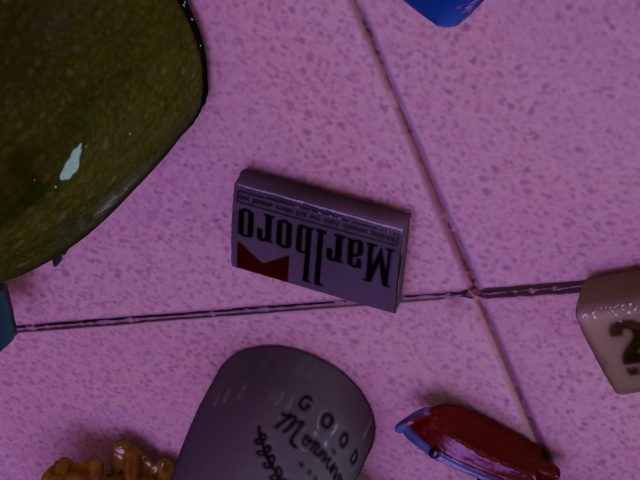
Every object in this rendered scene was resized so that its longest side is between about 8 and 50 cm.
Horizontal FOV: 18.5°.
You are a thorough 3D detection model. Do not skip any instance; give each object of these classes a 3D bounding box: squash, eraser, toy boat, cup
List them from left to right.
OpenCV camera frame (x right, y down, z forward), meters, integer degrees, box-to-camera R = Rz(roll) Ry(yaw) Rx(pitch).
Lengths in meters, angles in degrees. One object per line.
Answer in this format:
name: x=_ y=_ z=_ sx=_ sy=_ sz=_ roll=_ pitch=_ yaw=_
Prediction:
squash: x=-0.300 y=-0.113 z=1.800 sx=0.310 sy=0.309 sz=0.310 roll=14 pitch=132 yaw=16
cup: x=-0.041 y=0.280 z=2.071 sx=0.258 sy=0.234 sz=0.186 roll=45 pitch=133 yaw=-18
toy boat: x=0.160 y=0.221 z=2.032 sx=0.173 sy=0.069 sz=0.059 roll=25 pitch=127 yaw=-3
eraser: x=0.337 y=0.080 z=1.832 sx=0.172 sy=0.058 sz=0.117 roll=-10 pitch=124 yaw=32

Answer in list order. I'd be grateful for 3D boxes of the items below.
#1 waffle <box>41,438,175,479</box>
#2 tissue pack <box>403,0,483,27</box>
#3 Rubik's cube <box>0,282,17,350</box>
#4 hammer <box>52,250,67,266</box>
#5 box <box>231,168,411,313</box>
waffle: x=-0.232 y=0.391 z=2.261 sx=0.329 sy=0.062 sz=0.329 roll=-1 pitch=100 yaw=-7
tissue pack: x=0.120 y=-0.314 z=1.539 sx=0.209 sy=0.137 sz=0.269 roll=39 pitch=133 yaw=-11
Rubik's cube: x=-0.482 y=0.047 z=2.051 sx=0.221 sy=0.231 sz=0.225 roll=13 pitch=127 yaw=28
hammer: x=-0.369 y=0.032 z=2.152 sx=0.111 sy=0.033 sz=0.287 roll=39 pitch=134 yaw=-9
box: x=0.000 y=0.000 z=1.942 sx=0.177 sy=0.036 sz=0.115 roll=16 pitch=134 yaw=12
